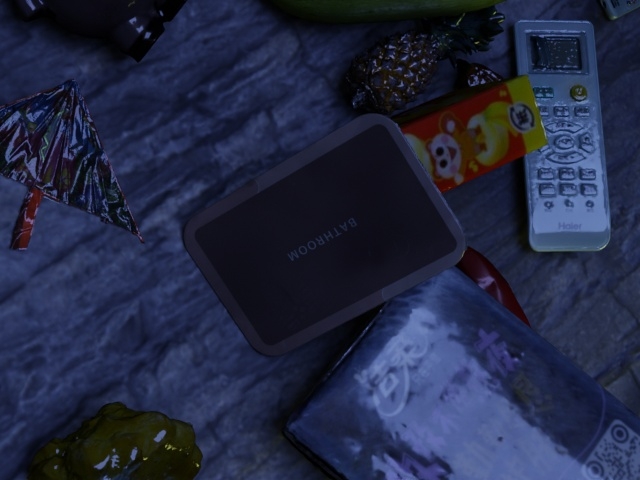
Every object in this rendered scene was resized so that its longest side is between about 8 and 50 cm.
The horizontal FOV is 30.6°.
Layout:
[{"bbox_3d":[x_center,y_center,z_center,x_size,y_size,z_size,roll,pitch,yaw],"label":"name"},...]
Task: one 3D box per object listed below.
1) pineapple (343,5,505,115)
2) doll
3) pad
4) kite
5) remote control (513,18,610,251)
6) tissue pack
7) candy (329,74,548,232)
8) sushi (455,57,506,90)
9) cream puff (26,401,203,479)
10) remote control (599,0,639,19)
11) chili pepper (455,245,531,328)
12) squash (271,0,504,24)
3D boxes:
[{"bbox_3d":[0.114,-0.211,1.338,0.221,0.103,0.083,-37,98,-27],"label":"pineapple"},{"bbox_3d":[-0.254,-0.288,1.150,0.257,0.117,0.182,40,71,-19],"label":"doll"},{"bbox_3d":[0.000,0.000,1.179,0.176,0.266,0.002,57,23,-8],"label":"pad"},{"bbox_3d":[-0.267,-0.075,1.165,0.232,0.009,0.189,23,71,-22],"label":"kite"},{"bbox_3d":[0.293,-0.130,1.444,0.103,0.051,0.293,0,80,-7],"label":"remote control"},{"bbox_3d":[0.171,0.213,1.211,0.361,0.122,0.259,38,73,6],"label":"tissue pack"},{"bbox_3d":[0.100,-0.093,1.282,0.276,0.146,0.088,-25,102,-31],"label":"candy"},{"bbox_3d":[0.209,-0.174,1.405,0.120,0.055,0.052,31,85,0],"label":"sushi"},{"bbox_3d":[-0.194,0.211,1.099,0.146,0.116,0.146,-28,133,-36],"label":"cream puff"},{"bbox_3d":[0.419,-0.337,1.568,0.124,0.018,0.053,-28,95,-29],"label":"remote control"},{"bbox_3d":[0.189,0.189,1.327,0.137,0.092,0.368,8,70,-7],"label":"chili pepper"},{"bbox_3d":[0.117,-0.298,1.283,0.371,0.118,0.118,-1,81,0],"label":"squash"}]
